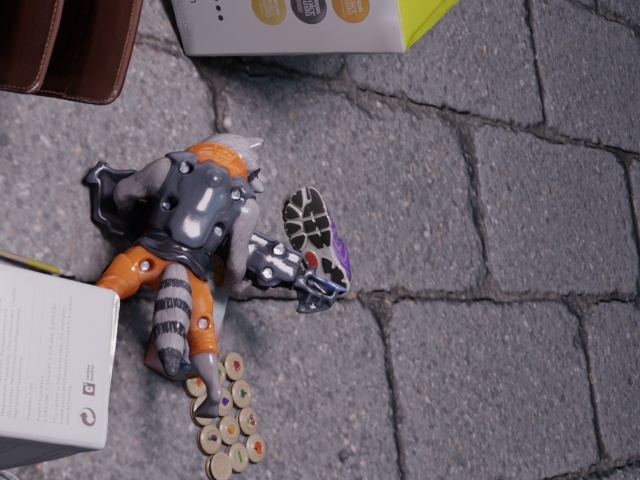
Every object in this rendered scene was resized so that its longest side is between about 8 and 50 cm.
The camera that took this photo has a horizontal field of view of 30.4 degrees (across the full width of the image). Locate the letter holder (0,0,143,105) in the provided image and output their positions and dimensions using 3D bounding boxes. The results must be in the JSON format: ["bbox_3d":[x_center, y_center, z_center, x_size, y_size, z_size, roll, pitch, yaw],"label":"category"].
[{"bbox_3d":[-0.287,-0.292,1.118,0.152,0.215,0.301,-4,104,-68],"label":"letter holder"}]

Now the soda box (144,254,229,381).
[{"bbox_3d":[-0.156,0.079,1.444,0.058,0.063,0.183,38,51,-39],"label":"soda box"}]

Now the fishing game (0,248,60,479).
[{"bbox_3d":[-0.328,0.133,1.228,0.189,0.041,0.264,28,58,-41],"label":"fishing game"}]

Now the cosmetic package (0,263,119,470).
[{"bbox_3d":[-0.392,0.093,0.989,0.385,0.217,0.156,21,62,-42],"label":"cosmetic package"}]

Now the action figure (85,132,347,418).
[{"bbox_3d":[-0.115,0.027,1.340,0.341,0.178,0.330,20,67,-13],"label":"action figure"}]

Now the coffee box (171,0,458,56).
[{"bbox_3d":[0.007,-0.460,1.543,0.338,0.335,0.337,-47,134,-48],"label":"coffee box"}]

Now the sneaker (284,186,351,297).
[{"bbox_3d":[0.000,0.000,1.687,0.071,0.068,0.169,-57,133,-62],"label":"sneaker"}]

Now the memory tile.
[{"bbox_3d":[-0.119,0.222,1.486,0.113,0.012,0.148,-16,91,-53],"label":"memory tile"}]
